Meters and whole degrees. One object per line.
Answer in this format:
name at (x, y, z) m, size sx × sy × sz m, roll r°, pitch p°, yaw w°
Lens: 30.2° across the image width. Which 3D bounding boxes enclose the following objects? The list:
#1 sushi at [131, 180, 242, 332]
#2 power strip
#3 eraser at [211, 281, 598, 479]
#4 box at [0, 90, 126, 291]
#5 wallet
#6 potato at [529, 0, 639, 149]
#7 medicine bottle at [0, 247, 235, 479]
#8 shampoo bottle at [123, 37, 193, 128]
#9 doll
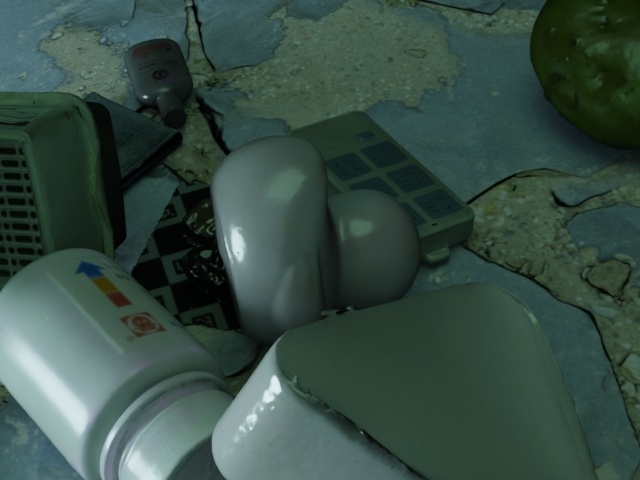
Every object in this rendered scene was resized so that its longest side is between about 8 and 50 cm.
sushi at (-0.098, 0.003, 1.362) m, size 0.231 × 0.047 × 0.219 m, roll 9°, pitch 48°, yaw 14°
power strip at (0.065, -0.068, 1.406) m, size 0.118 × 0.046 × 0.270 m, roll -22°, pitch 47°, yaw -24°
eraser at (0.111, 0.202, 1.023) m, size 0.331 × 0.150 × 0.331 m, roll 21°, pitch 36°, yaw -16°
box at (-0.363, -0.055, 1.310) m, size 0.290 × 0.220 × 0.166 m, roll 4°, pitch 20°, yaw 24°
wallet at (-0.303, -0.099, 1.493) m, size 0.167 × 0.036 × 0.222 m, roll 26°, pitch 54°, yaw 28°
potato at (0.361, -0.214, 1.457) m, size 0.186 × 0.148 × 0.253 m, roll -22°, pitch 54°, yaw 7°
medicine bottle at (-0.188, 0.145, 1.148) m, size 0.170 × 0.170 × 0.293 m, roll -34°, pitch 50°, yaw -24°
shampoo bottle at (-0.212, -0.210, 1.588) m, size 0.080 × 0.040 × 0.165 m, roll -14°, pitch 45°, yaw -10°
doll at (0.000, 0.000, 1.211) m, size 0.221 × 0.251 × 0.221 m, roll -5°, pitch 46°, yaw 5°
